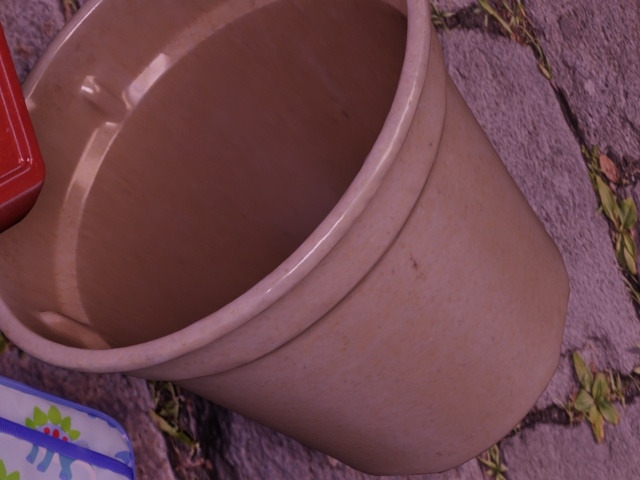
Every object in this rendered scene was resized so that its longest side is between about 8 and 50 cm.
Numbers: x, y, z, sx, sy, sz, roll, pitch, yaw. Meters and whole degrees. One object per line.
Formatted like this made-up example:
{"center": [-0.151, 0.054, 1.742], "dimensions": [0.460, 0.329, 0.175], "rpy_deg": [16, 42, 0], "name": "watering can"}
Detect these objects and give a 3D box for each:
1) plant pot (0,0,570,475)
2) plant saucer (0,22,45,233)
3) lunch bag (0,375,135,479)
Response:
{"center": [0.000, 0.000, 1.055], "dimensions": [0.305, 0.334, 0.334], "rpy_deg": [42, 41, -42], "name": "plant pot"}
{"center": [-0.242, -0.094, 0.839], "dimensions": [0.259, 0.047, 0.258], "rpy_deg": [-40, 119, -58], "name": "plant saucer"}
{"center": [-0.202, 0.153, 0.884], "dimensions": [0.219, 0.090, 0.176], "rpy_deg": [29, 46, -38], "name": "lunch bag"}
